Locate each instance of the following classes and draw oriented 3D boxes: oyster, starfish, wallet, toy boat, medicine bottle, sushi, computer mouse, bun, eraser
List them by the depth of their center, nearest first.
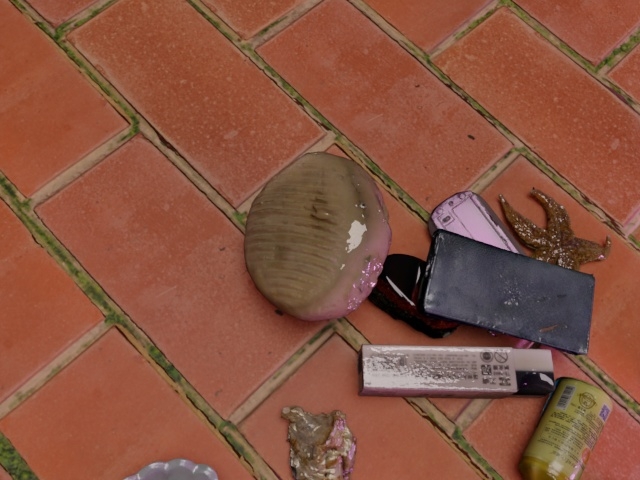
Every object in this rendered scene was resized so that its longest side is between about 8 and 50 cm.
[{"bbox_3d":[-0.311,0.525,1.250,0.290,0.100,0.199,-19,71,-14],"label":"toy boat"},{"bbox_3d":[-0.008,0.407,1.346,0.191,0.081,0.163,32,73,10],"label":"oyster"},{"bbox_3d":[0.498,0.406,1.383,0.124,0.124,0.239,33,69,7],"label":"medicine bottle"},{"bbox_3d":[0.000,0.000,1.418,0.326,0.234,0.362,-20,60,21],"label":"bun"},{"bbox_3d":[0.395,0.110,1.420,0.379,0.046,0.190,16,72,-8],"label":"wallet"},{"bbox_3d":[0.280,0.276,1.421,0.404,0.096,0.098,3,67,-6],"label":"eraser"},{"bbox_3d":[0.208,0.116,1.466,0.225,0.126,0.136,31,67,0],"label":"sushi"},{"bbox_3d":[0.374,0.032,1.532,0.158,0.072,0.310,-34,75,-2],"label":"computer mouse"},{"bbox_3d":[0.532,0.025,1.571,0.299,0.060,0.302,23,68,0],"label":"starfish"}]
